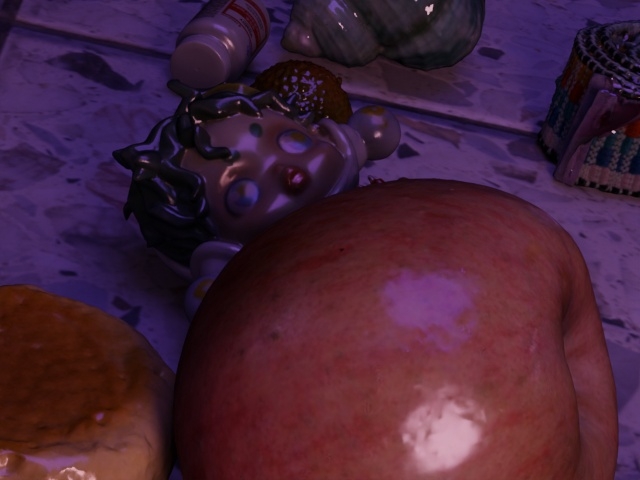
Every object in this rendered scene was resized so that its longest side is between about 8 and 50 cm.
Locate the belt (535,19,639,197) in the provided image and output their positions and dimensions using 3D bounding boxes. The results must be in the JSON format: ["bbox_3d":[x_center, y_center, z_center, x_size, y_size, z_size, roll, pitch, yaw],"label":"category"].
[{"bbox_3d":[0.382,-0.159,1.793,0.295,0.160,0.207,0,35,-24],"label":"belt"}]

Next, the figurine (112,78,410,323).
[{"bbox_3d":[-0.002,0.001,1.370,0.382,0.186,0.261,34,47,16],"label":"figurine"}]

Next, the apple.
[{"bbox_3d":[0.068,0.107,1.097,0.345,0.269,0.345,42,29,-30],"label":"apple"}]

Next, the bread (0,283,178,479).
[{"bbox_3d":[-0.213,0.137,1.112,0.244,0.134,0.244,8,32,-5],"label":"bread"}]

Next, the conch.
[{"bbox_3d":[0.079,-0.274,1.847,0.277,0.195,0.220,-27,26,-18],"label":"conch"}]

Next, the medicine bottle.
[{"bbox_3d":[-0.109,-0.210,1.737,0.079,0.079,0.140,20,32,7],"label":"medicine bottle"}]

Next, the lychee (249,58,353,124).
[{"bbox_3d":[-0.026,-0.123,1.612,0.114,0.114,0.146,30,52,21],"label":"lychee"}]
